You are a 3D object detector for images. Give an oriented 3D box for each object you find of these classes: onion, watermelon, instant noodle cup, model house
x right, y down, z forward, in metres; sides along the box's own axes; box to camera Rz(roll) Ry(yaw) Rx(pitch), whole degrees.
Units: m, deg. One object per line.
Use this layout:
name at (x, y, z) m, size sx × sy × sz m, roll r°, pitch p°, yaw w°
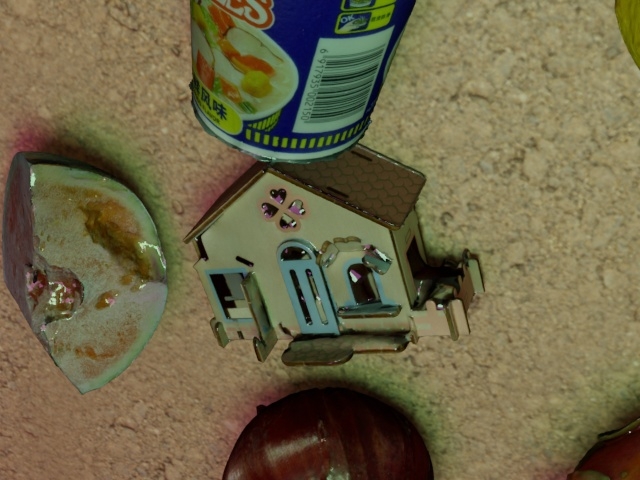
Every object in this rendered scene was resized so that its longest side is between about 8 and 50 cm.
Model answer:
onion at (0.013, 0.320, 1.471) m, size 0.276 × 0.276 × 0.276 m, roll 11°, pitch 123°, yaw 17°
watermelon at (-0.303, 0.014, 1.496) m, size 0.175 × 0.188 × 0.321 m, roll -7°, pitch 120°, yaw -26°
instant noodle cup at (-0.015, -0.251, 1.135) m, size 0.284 × 0.284 × 0.312 m, roll 22°, pitch 134°, yaw 9°
model house at (0.000, 0.000, 1.328) m, size 0.326 × 0.169 × 0.244 m, roll -3°, pitch 117°, yaw 25°

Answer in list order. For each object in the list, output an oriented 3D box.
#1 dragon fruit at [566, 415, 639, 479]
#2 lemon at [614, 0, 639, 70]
dragon fruit at (0.367, 0.345, 1.324) m, size 0.226 × 0.305 × 0.305 m, roll -23°, pitch 109°, yaw 39°
lemon at (0.375, -0.207, 0.971) m, size 0.261 × 0.284 × 0.260 m, roll -1°, pitch 94°, yaw -9°
